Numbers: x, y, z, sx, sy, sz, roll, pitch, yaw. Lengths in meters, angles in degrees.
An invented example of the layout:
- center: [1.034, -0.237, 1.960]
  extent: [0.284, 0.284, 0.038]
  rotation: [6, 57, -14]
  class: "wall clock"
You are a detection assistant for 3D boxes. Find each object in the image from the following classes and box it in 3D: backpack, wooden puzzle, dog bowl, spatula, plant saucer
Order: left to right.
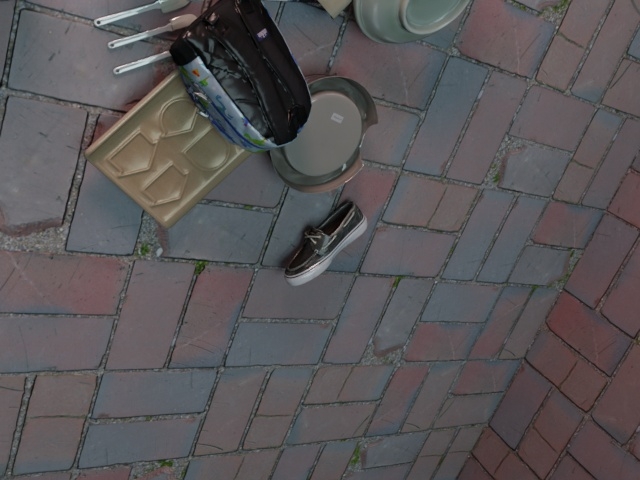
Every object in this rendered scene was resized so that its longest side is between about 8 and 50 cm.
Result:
- center: [-0.398, -0.490, 1.565]
  extent: [0.242, 0.019, 0.168]
  rotation: [-25, 130, -17]
  class: "spatula"
- center: [-0.387, -0.235, 1.705]
  extent: [0.322, 0.080, 0.348]
  rotation: [-42, 137, -1]
  class: "wooden puzzle"
- center: [-0.176, -0.384, 1.596]
  extent: [0.355, 0.273, 0.290]
  rotation: [45, 56, -16]
  class: "backpack"
- center: [-0.006, -0.311, 1.877]
  extent: [0.349, 0.102, 0.348]
  rotation: [-17, 127, -24]
  class: "dog bowl"
- center: [0.281, -0.645, 1.689]
  extent: [0.401, 0.100, 0.400]
  rotation: [-22, 152, -12]
  class: "plant saucer"

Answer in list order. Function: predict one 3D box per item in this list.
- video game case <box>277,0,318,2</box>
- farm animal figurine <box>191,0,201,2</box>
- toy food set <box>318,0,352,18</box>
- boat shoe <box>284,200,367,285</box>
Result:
- center: [-0.058, -0.710, 1.622]
  extent: [0.210, 0.042, 0.232]
  rotation: [-9, 124, -29]
  class: "video game case"
- center: [-0.374, -0.673, 1.334]
  extent: [0.172, 0.330, 0.326]
  rotation: [-36, 160, -11]
  class: "farm animal figurine"
- center: [0.022, -0.716, 1.597]
  extent: [0.220, 0.092, 0.306]
  rotation: [-43, 134, 12]
  class: "toy food set"
- center: [0.000, 0.000, 2.090]
  extent: [0.335, 0.121, 0.119]
  rotation: [-43, 126, -16]
  class: "boat shoe"
